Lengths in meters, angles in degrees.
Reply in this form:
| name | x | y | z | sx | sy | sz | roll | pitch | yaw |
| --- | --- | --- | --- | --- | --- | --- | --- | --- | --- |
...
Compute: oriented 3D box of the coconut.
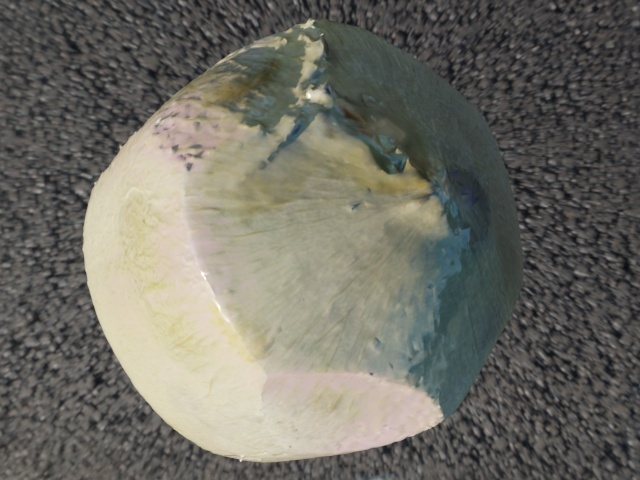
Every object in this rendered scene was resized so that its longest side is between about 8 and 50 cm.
| name | x | y | z | sx | sy | sz | roll | pitch | yaw |
| --- | --- | --- | --- | --- | --- | --- | --- | --- | --- |
| coconut | -0.001 | -0.002 | 0.567 | 0.227 | 0.230 | 0.227 | 14 | 66 | -35 |
